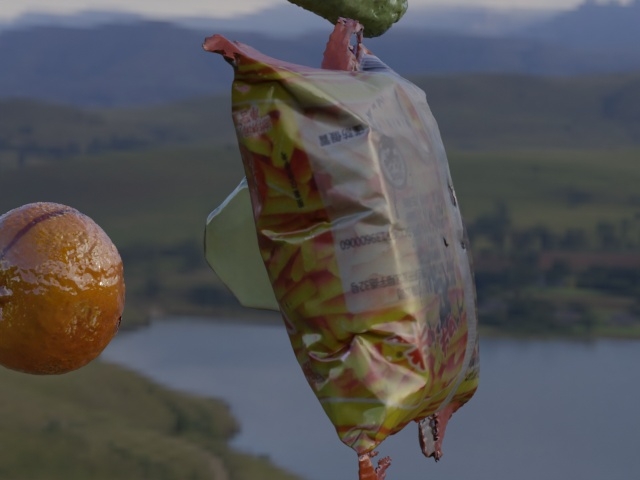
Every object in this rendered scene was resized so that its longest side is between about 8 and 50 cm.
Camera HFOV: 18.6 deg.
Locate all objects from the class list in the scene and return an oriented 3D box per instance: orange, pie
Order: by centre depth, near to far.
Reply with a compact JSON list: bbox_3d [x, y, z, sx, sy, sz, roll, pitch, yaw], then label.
[{"bbox_3d":[-0.029,-0.286,1.836,0.277,0.078,0.277,33,17,-11],"label":"pie"},{"bbox_3d":[-0.312,0.054,2.172,0.193,0.193,0.161,3,0,30],"label":"orange"}]

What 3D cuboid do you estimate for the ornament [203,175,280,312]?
[{"bbox_3d":[0.000,0.000,1.558,0.059,0.180,0.201,-24,-20,-44],"label":"ornament"}]

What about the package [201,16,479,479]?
[{"bbox_3d":[0.030,0.000,1.168,0.108,0.288,0.223,-20,-1,21],"label":"package"}]
